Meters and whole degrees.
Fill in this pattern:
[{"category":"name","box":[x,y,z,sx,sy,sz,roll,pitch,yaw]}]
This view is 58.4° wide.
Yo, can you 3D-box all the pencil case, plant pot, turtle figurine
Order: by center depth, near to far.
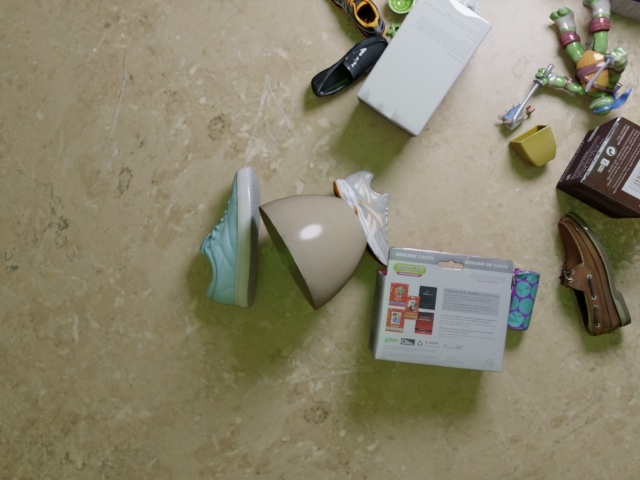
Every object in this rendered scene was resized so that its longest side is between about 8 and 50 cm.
[{"category":"turtle figurine","box":[0.596,-0.426,1.322,0.274,0.198,0.267,-5,83,-6]},{"category":"plant pot","box":[0.000,0.000,1.391,0.190,0.284,0.284,-28,88,-10]},{"category":"plant pot","box":[0.530,-0.227,1.404,0.081,0.081,0.083,-31,100,7]},{"category":"pencil case","box":[0.496,0.148,1.424,0.070,0.064,0.152,10,93,-10]}]

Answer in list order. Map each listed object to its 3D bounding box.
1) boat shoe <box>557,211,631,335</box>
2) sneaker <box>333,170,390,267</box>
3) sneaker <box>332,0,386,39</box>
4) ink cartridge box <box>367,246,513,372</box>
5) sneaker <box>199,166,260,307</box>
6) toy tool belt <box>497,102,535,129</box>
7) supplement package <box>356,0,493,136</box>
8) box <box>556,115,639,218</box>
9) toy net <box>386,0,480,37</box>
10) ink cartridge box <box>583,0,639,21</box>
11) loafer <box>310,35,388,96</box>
[{"category":"boat shoe","box":[0.636,0.086,1.382,0.104,0.111,0.308,-25,89,6]},{"category":"sneaker","box":[0.140,-0.058,1.448,0.121,0.099,0.263,-29,93,-4]},{"category":"sneaker","box":[0.090,-0.601,1.441,0.084,0.083,0.215,-41,86,8]},{"category":"ink cartridge box","box":[0.290,0.159,1.396,0.309,0.130,0.272,7,92,-3]},{"category":"sneaker","box":[-0.240,-0.010,1.473,0.150,0.135,0.366,4,91,4]},{"category":"toy tool belt","box":[0.484,-0.316,1.418,0.083,0.052,0.051,-41,95,6]},{"category":"supplement package","box":[0.237,-0.416,1.362,0.177,0.175,0.293,34,102,-1]},{"category":"box","box":[0.684,-0.160,1.322,0.167,0.203,0.169,29,95,5]},{"category":"toy net","box":[0.285,-0.568,1.437,0.232,0.045,0.122,3,92,7]},{"category":"ink cartridge box","box":[0.815,-0.543,1.308,0.370,0.176,0.069,23,94,6]},{"category":"loafer","box":[0.078,-0.432,1.441,0.223,0.078,0.076,-32,123,9]}]
